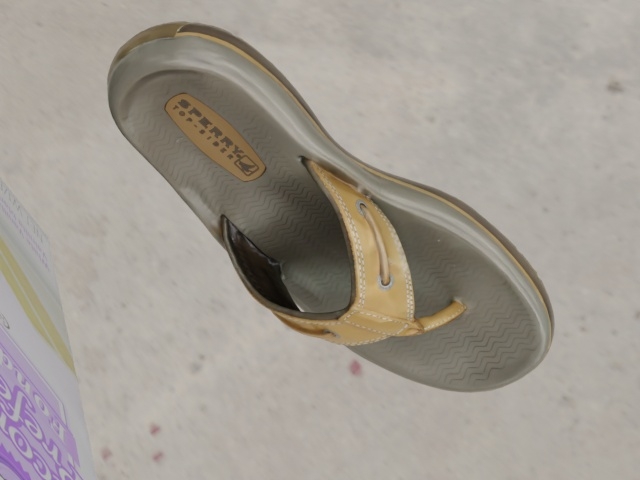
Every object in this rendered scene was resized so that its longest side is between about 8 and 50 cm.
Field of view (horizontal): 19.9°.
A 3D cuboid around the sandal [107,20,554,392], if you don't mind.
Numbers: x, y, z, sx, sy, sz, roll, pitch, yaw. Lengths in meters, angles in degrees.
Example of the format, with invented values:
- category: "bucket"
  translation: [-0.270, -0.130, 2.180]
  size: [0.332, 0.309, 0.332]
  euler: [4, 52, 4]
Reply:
- category: "sandal"
  translation: [0.000, 0.000, 0.606]
  size: [0.180, 0.049, 0.072]
  euler: [39, 124, -20]

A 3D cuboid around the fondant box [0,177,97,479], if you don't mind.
- category: "fondant box"
  translation: [-0.177, 0.000, 0.578]
  size: [0.096, 0.330, 0.238]
  euler: [-34, 115, 3]
